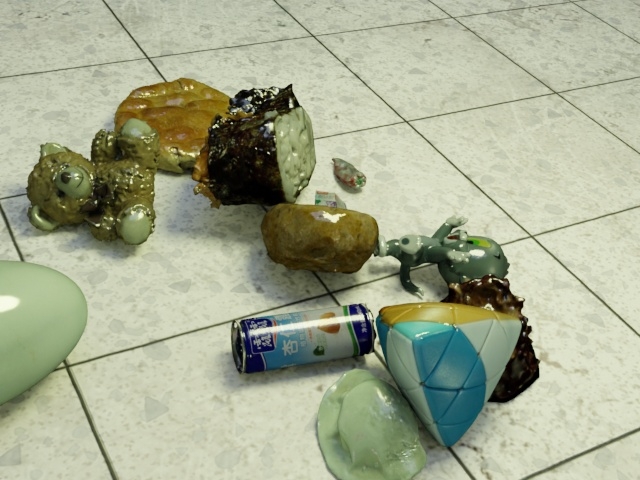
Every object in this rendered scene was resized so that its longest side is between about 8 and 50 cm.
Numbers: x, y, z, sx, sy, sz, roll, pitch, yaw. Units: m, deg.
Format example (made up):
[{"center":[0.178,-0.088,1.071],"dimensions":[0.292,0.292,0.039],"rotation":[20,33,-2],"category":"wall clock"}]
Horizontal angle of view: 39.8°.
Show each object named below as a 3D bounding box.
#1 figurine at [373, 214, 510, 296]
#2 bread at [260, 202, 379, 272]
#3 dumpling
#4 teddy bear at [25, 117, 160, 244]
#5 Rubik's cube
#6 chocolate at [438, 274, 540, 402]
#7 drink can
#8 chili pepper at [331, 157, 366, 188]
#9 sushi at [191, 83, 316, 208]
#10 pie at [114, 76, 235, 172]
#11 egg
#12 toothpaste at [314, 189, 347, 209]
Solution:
[{"center":[0.236,0.041,1.690],"dimensions":[0.265,0.140,0.193],"rotation":[-6,15,2],"category":"figurine"},{"center":[0.000,0.000,1.661],"dimensions":[0.230,0.123,0.230],"rotation":[4,-5,0],"category":"bread"},{"center":[0.076,0.283,1.370],"dimensions":[0.152,0.108,0.219],"rotation":[-13,40,-26],"category":"dumpling"},{"center":[-0.448,-0.107,1.738],"dimensions":[0.256,0.156,0.267],"rotation":[5,67,-11],"category":"teddy bear"},{"center":[0.223,0.205,1.421],"dimensions":[0.254,0.254,0.254],"rotation":[5,38,-4],"category":"Rubik's cube"},{"center":[0.284,0.147,1.528],"dimensions":[0.224,0.177,0.206],"rotation":[4,38,-3],"category":"chocolate"},{"center":[-0.029,0.166,1.511],"dimensions":[0.235,0.097,0.097],"rotation":[-5,40,-19],"category":"drink can"},{"center":[0.063,-0.147,1.973],"dimensions":[0.050,0.041,0.153],"rotation":[11,16,-29],"category":"chili pepper"},{"center":[-0.125,-0.194,1.803],"dimensions":[0.207,0.234,0.348],"rotation":[-4,12,14],"category":"sushi"},{"center":[-0.312,-0.263,2.024],"dimensions":[0.339,0.083,0.339],"rotation":[7,39,-6],"category":"pie"},{"center":[-0.528,0.145,1.338],"dimensions":[0.371,0.230,0.230],"rotation":[-22,46,-39],"category":"egg"},{"center":[0.024,-0.069,1.771],"dimensions":[0.047,0.040,0.196],"rotation":[5,-3,9],"category":"toothpaste"}]
